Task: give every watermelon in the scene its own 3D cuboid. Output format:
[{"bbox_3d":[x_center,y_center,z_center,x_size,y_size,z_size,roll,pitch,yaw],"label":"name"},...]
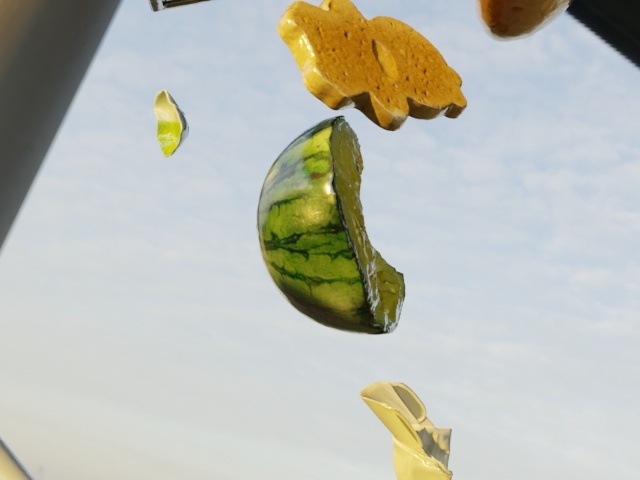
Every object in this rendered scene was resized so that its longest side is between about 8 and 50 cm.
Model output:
[{"bbox_3d":[0.000,0.000,1.331,0.189,0.331,0.331,-19,-35,19],"label":"watermelon"}]

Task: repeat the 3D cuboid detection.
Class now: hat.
[{"bbox_3d":[0.150,0.376,1.655,0.225,0.164,0.219,27,9,6],"label":"hat"}]

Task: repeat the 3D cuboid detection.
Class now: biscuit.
[{"bbox_3d":[0.057,-0.179,0.925,0.225,0.166,0.036,-6,-29,-43],"label":"biscuit"}]

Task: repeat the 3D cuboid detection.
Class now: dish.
[{"bbox_3d":[-0.279,-0.226,1.721,0.039,0.137,0.091,1,-33,-36],"label":"dish"}]

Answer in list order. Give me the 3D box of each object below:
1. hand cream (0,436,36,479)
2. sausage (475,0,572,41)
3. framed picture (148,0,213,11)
[{"bbox_3d":[-0.458,0.370,1.325,0.314,0.089,0.139,51,-32,-6],"label":"hand cream"},{"bbox_3d":[0.216,-0.321,0.933,0.116,0.134,0.354,46,-7,29],"label":"sausage"},{"bbox_3d":[-0.071,-0.357,1.177,0.324,0.020,0.240,-13,5,-7],"label":"framed picture"}]
